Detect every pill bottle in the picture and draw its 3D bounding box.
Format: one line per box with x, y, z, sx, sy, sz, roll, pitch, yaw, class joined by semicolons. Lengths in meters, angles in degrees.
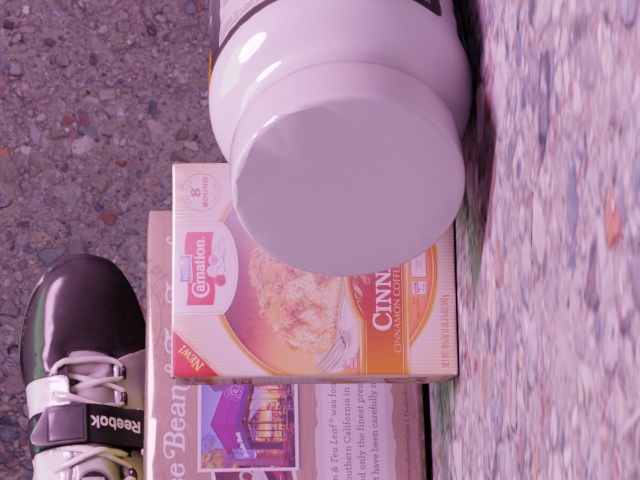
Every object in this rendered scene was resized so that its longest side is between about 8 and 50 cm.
0.010;-0.117;0.988;0.278;0.162;0.162;-93;3;-49;pill bottle

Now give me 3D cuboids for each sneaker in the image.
-0.189;0.179;1.358;0.146;0.122;0.331;-170;80;-70;sneaker

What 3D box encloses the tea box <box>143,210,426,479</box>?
-0.033;0.180;1.337;0.323;0.220;0.329;94;175;-70;tea box

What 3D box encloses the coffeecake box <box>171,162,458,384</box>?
-0.006;0.023;1.065;0.068;0.185;0.142;102;167;-80;coffeecake box
